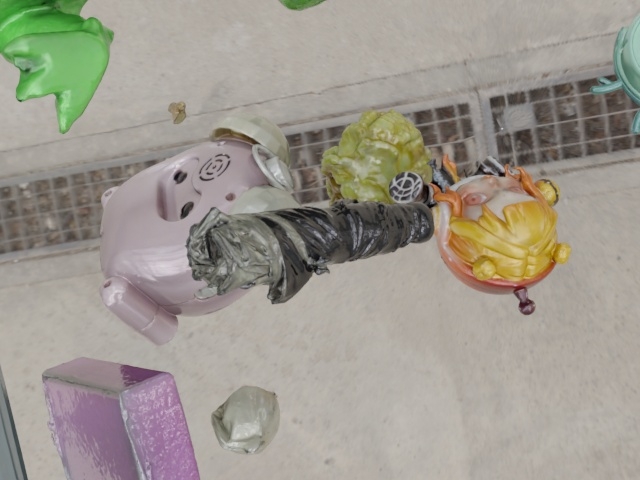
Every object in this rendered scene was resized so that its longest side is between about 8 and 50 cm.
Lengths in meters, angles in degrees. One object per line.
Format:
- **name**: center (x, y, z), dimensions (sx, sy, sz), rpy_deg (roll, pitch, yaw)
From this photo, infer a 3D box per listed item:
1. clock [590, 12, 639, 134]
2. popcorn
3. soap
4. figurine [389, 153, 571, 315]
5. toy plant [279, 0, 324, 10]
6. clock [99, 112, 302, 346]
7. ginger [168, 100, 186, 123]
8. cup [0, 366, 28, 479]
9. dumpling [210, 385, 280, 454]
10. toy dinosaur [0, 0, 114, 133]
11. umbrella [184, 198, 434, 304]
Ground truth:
- **clock**: center (0.441, -0.225, 1.103), dimensions (0.211, 0.066, 0.159), rpy_deg (-41, 71, -2)
- **popcorn**: center (0.117, -0.143, 1.795), dimensions (0.195, 0.254, 0.256), rpy_deg (41, 141, 34)
- **soap**: center (-0.256, 0.248, 1.133), dimensions (0.259, 0.081, 0.181), rpy_deg (-5, 101, 52)
- **figurine**: center (0.298, -0.025, 1.598), dimensions (0.320, 0.323, 0.196), rpy_deg (-12, 125, -18)
- **toy plant**: center (0.079, -0.440, 1.132), dimensions (0.317, 0.356, 0.211), rpy_deg (-32, 97, -5)
- **clock**: center (-0.181, -0.032, 1.419), dimensions (0.325, 0.184, 0.342), rpy_deg (-27, 46, 12)
- **ginger**: center (-0.299, -0.268, 1.887), dimensions (0.030, 0.097, 0.048), rpy_deg (5, 93, -26)
- **cup**: center (-0.336, 0.138, 0.591), dimensions (0.256, 0.331, 0.311), rpy_deg (-13, 114, -15)
- **dumpling**: center (-0.148, 0.352, 1.755), dimensions (0.136, 0.199, 0.118), rpy_deg (8, 112, 1)
- **toy dinosaur**: center (-0.215, -0.204, 0.652), dimensions (0.374, 0.500, 0.144), rpy_deg (7, 126, 37)
- **umbrella**: center (0.002, 0.006, 1.115), dimensions (0.113, 0.357, 0.106), rpy_deg (49, 131, 34)
